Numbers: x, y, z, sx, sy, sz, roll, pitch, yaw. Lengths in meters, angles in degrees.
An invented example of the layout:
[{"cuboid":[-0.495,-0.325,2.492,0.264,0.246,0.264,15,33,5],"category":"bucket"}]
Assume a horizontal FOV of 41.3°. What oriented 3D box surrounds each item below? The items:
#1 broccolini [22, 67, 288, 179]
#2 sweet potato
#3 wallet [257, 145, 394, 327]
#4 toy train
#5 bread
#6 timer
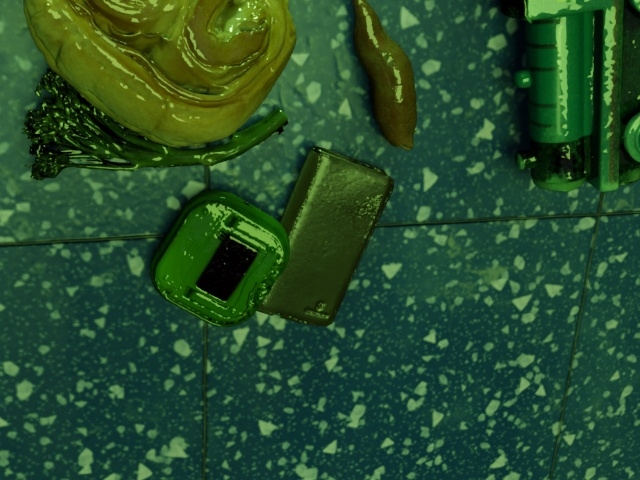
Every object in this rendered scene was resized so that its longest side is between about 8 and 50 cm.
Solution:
[{"cuboid":[-0.161,-0.132,0.856,0.271,0.062,0.123,-8,118,-22],"category":"broccolini"},{"cuboid":[0.068,-0.184,0.901,0.056,0.056,0.195,-25,112,-7],"category":"sweet potato"},{"cuboid":[0.000,0.000,0.963,0.110,0.031,0.198,17,105,-23],"category":"wallet"},{"cuboid":[0.295,-0.195,0.936,0.194,0.120,0.298,-10,114,-5],"category":"toy train"},{"cuboid":[-0.145,-0.199,0.767,0.236,0.120,0.198,38,78,-23],"category":"bread"},{"cuboid":[-0.108,0.022,0.916,0.128,0.047,0.140,31,106,-13],"category":"timer"}]
